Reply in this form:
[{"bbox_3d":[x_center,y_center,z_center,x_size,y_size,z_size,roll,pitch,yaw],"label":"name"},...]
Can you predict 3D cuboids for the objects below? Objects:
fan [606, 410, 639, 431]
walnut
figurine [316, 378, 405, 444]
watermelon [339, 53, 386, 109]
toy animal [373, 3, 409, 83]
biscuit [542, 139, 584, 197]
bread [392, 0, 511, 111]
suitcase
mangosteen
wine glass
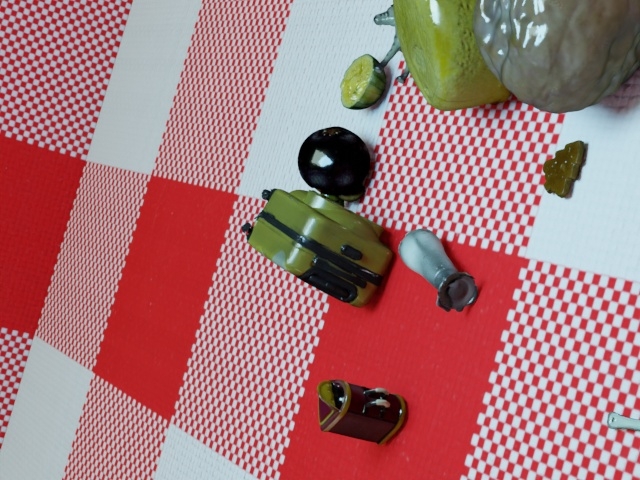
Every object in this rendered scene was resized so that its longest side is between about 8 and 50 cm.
[{"bbox_3d":[0.425,0.230,1.597,0.227,0.008,0.152,-2,75,59],"label":"fan"},{"bbox_3d":[0.335,-0.310,1.807,0.227,0.273,0.273,25,99,24],"label":"walnut"},{"bbox_3d":[0.061,0.255,2.060,0.098,0.154,0.082,-32,49,46],"label":"figurine"},{"bbox_3d":[0.082,-0.279,2.392,0.105,0.062,0.105,-42,34,38],"label":"watermelon"},{"bbox_3d":[0.169,-0.359,2.281,0.217,0.073,0.176,-12,51,53],"label":"toy animal"},{"bbox_3d":[0.348,-0.106,1.895,0.092,0.016,0.082,-58,28,24],"label":"biscuit"},{"bbox_3d":[0.206,-0.328,2.039,0.270,0.148,0.269,166,90,-82],"label":"bread"},{"bbox_3d":[0.000,0.000,2.258,0.143,0.194,0.235,-61,31,2],"label":"suitcase"},{"bbox_3d":[0.025,-0.125,2.366,0.137,0.137,0.151,-140,36,-59],"label":"mangosteen"},{"bbox_3d":[0.179,0.045,2.050,0.072,0.072,0.155,-63,30,17],"label":"wine glass"}]
